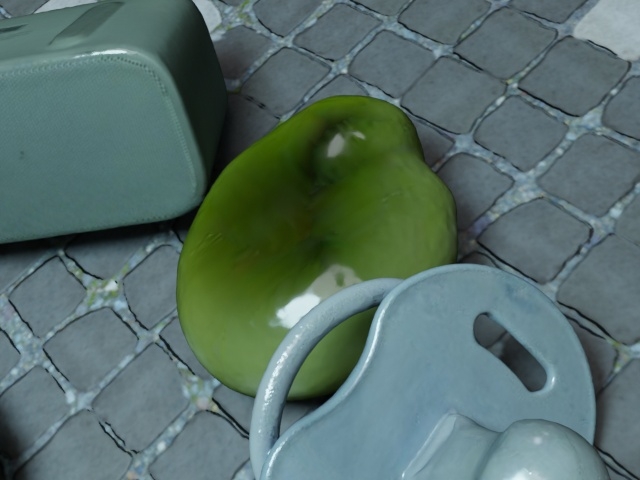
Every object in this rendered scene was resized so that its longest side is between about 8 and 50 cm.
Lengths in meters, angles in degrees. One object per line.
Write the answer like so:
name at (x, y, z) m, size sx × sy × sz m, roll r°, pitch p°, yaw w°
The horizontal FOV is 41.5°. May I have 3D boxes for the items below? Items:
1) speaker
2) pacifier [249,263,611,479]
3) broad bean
speaker at (-0.299, -0.119, 0.826) m, size 0.407 × 0.183 × 0.184 m, roll -7°, pitch 34°, yaw 11°
pacifier at (0.089, 0.136, 0.537) m, size 0.287 × 0.238 × 0.226 m, roll -48°, pitch 15°, yaw -20°
broad bean at (0.000, -0.001, 0.716) m, size 0.238 × 0.119 × 0.291 m, roll 15°, pitch 64°, yaw 23°
